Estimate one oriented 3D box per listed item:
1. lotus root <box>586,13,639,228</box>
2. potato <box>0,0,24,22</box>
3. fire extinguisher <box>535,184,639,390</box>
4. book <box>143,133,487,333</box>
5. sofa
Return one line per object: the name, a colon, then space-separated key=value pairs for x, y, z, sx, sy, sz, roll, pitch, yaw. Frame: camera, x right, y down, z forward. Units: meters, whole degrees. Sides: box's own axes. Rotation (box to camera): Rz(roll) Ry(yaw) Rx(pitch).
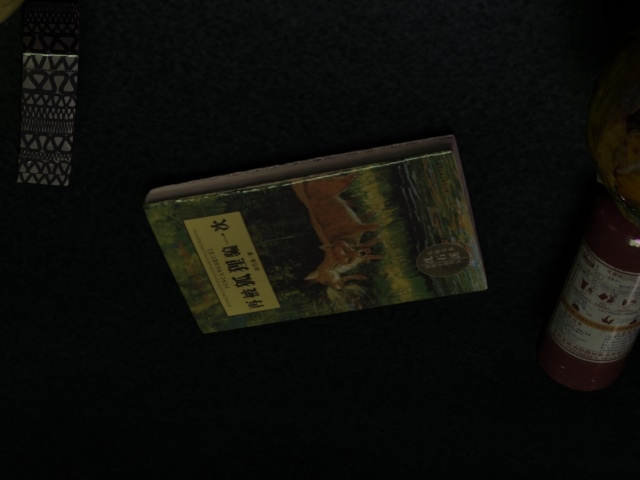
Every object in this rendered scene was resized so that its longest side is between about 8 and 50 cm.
lotus root: x=0.327 y=-0.132 z=0.978 sx=0.397 sy=0.179 sz=0.196 roll=-38 pitch=139 yaw=23
potato: x=-0.216 y=-0.161 z=1.021 sx=0.120 sy=0.081 sz=0.149 roll=-7 pitch=136 yaw=9
fire extinguisher: x=0.232 y=0.018 z=1.215 sx=0.099 sy=0.071 sz=0.231 roll=20 pitch=135 yaw=5
book: x=0.000 y=0.000 z=1.234 sx=0.228 sy=0.024 sz=0.160 roll=-10 pitch=138 yaw=9
sofa: x=-0.181 y=-0.097 z=1.103 sx=0.039 sy=0.060 sz=0.118 roll=2 pitch=136 yaw=-11
